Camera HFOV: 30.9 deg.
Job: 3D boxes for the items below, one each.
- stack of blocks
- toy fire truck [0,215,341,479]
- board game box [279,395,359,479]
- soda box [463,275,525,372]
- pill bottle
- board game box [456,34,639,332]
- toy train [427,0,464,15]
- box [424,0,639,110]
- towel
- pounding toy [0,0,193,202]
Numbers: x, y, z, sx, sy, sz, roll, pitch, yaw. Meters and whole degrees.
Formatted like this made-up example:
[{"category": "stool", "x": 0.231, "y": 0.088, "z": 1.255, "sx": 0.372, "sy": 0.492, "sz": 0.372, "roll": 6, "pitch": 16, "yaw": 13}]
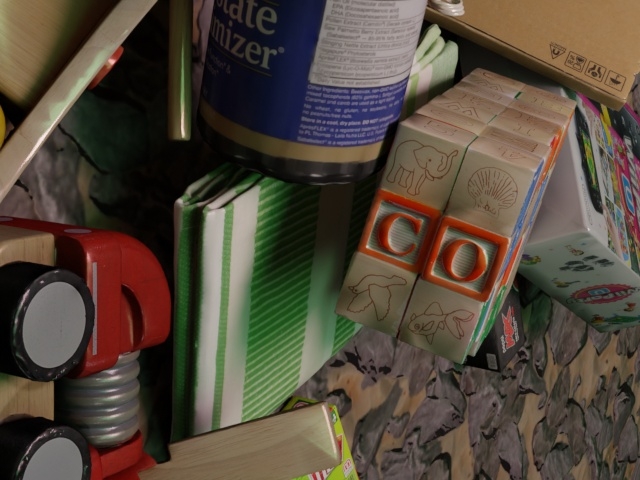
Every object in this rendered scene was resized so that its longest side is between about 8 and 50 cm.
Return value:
[{"category": "stack of blocks", "x": 0.101, "y": -0.013, "z": 0.820, "sx": 0.297, "sy": 0.087, "sz": 0.171, "roll": -40, "pitch": 149, "yaw": -68}, {"category": "toy fire truck", "x": -0.113, "y": 0.095, "z": 0.669, "sx": 0.246, "sy": 0.158, "sz": 0.217, "roll": -12, "pitch": 106, "yaw": -58}, {"category": "board game box", "x": -0.042, "y": 0.214, "z": 0.883, "sx": 0.181, "sy": 0.043, "sz": 0.092, "roll": -47, "pitch": 132, "yaw": -39}, {"category": "soda box", "x": 0.153, "y": 0.040, "z": 1.109, "sx": 0.060, "sy": 0.053, "sz": 0.169, "roll": -41, "pitch": 130, "yaw": -42}, {"category": "pill bottle", "x": 0.003, "y": -0.153, "z": 0.662, "sx": 0.123, "sy": 0.123, "sz": 0.219, "roll": -25, "pitch": 135, "yaw": -50}, {"category": "board game box", "x": 0.248, "y": -0.056, "z": 1.122, "sx": 0.303, "sy": 0.097, "sz": 0.224, "roll": 29, "pitch": 51, "yaw": -55}, {"category": "toy train", "x": 0.031, "y": -0.165, "z": 0.855, "sx": 0.166, "sy": 0.125, "sz": 0.046, "roll": -32, "pitch": 156, "yaw": -52}, {"category": "box", "x": 0.199, "y": -0.222, "z": 1.014, "sx": 0.164, "sy": 0.201, "sz": 0.021, "roll": -63, "pitch": 178, "yaw": -25}, {"category": "towel", "x": 0.000, "y": 0.000, "z": 0.856, "sx": 0.325, "sy": 0.038, "sz": 0.248, "roll": -40, "pitch": 146, "yaw": -45}, {"category": "pounding toy", "x": -0.105, "y": -0.106, "z": 0.587, "sx": 0.155, "sy": 0.154, "sz": 0.269, "roll": 40, "pitch": 62, "yaw": -19}]
